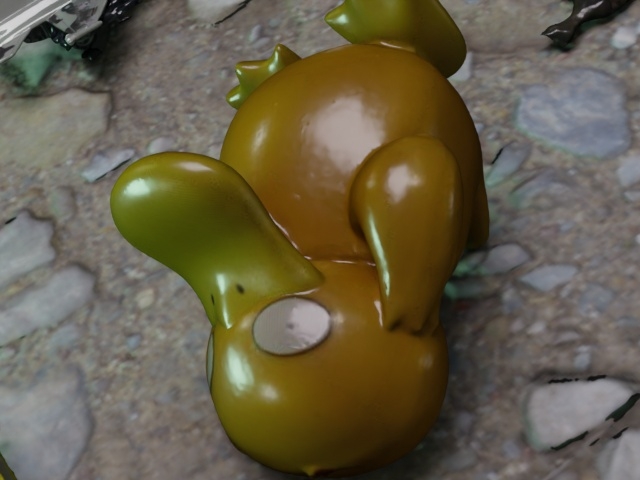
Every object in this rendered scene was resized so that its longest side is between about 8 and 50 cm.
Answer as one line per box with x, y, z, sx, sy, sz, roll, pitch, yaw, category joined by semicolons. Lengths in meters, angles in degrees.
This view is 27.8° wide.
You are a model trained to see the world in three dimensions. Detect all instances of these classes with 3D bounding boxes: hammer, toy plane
0.110;-0.227;0.947;0.125;0.027;0.297;-41;47;-17;hammer
-0.179;-0.191;1.002;0.234;0.082;0.160;-25;32;-23;toy plane

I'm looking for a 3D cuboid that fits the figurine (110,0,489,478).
0.007;-0.003;0.679;0.215;0.215;0.228;11;42;29;figurine

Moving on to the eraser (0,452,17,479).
-0.243;0.193;0.662;0.226;0.069;0.158;-35;47;-11;eraser
